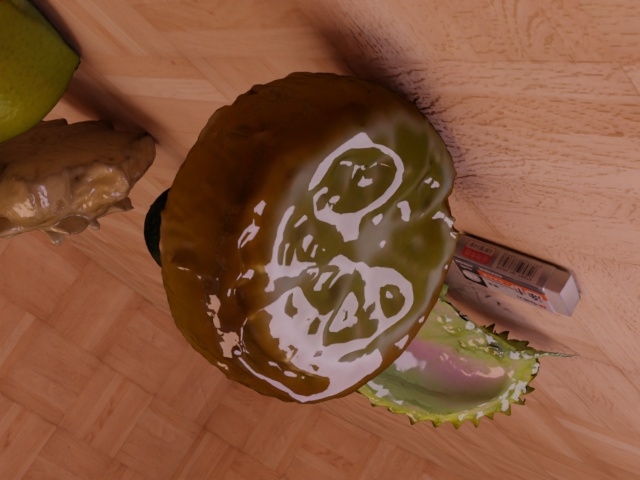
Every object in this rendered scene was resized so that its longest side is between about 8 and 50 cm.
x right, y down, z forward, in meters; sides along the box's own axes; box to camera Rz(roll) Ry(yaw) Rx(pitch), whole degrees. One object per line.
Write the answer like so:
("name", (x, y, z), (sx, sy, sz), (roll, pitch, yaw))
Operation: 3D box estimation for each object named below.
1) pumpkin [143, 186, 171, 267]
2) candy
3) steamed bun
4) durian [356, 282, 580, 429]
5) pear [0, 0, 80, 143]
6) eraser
("pumpkin", (-0.155, 0.006, 1.302), (0.190, 0.146, 0.190), (20, 160, 8))
("candy", (0.000, 0.000, 0.731), (0.118, 0.260, 0.260), (25, 165, 47))
("steamed bun", (-0.363, -0.072, 1.244), (0.296, 0.137, 0.292), (-5, -159, -20))
("durian", (0.092, 0.089, 1.053), (0.355, 0.157, 0.169), (36, 149, -16))
("pear", (-0.478, -0.239, 1.007), (0.342, 0.238, 0.318), (30, 174, 10))
("eraser", (0.183, 0.032, 0.899), (0.122, 0.029, 0.052), (23, 164, 36))
